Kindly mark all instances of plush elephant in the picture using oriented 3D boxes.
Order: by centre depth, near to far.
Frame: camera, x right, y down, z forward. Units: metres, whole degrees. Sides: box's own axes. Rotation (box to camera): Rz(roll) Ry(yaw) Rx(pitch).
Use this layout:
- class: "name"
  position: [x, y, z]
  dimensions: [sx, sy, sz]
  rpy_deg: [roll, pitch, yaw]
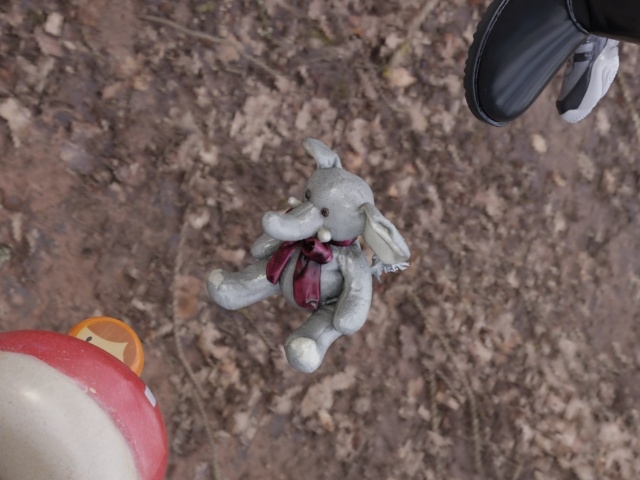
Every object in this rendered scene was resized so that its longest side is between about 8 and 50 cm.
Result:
- class: "plush elephant"
  position: [0.000, 0.000, 1.706]
  dimensions: [0.330, 0.272, 0.255]
  rpy_deg: [-27, 135, -21]

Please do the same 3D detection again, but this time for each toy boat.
- class: "toy boat"
  position: [-0.179, 0.107, 0.719]
  dimensions: [0.151, 0.231, 0.151]
  rpy_deg: [-43, 113, -35]

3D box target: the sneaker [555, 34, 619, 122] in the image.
- class: "sneaker"
  position: [0.351, -0.304, 1.504]
  dimensions: [0.101, 0.153, 0.268]
  rpy_deg: [-77, -174, -63]

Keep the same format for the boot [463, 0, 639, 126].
- class: "boot"
  position: [0.260, -0.209, 1.046]
  dimensions: [0.094, 0.207, 0.246]
  rpy_deg: [21, 97, -34]
